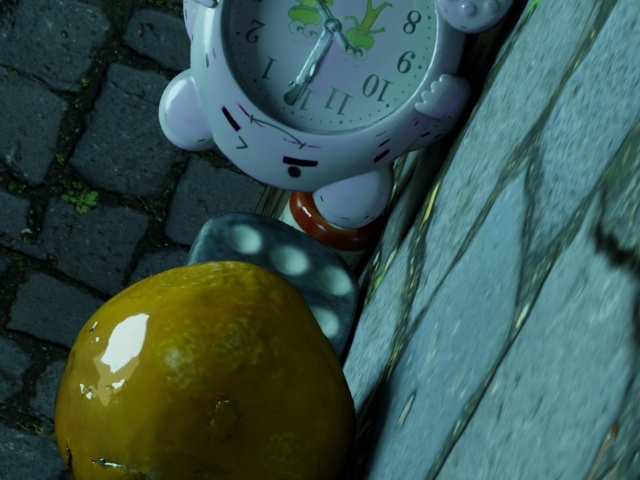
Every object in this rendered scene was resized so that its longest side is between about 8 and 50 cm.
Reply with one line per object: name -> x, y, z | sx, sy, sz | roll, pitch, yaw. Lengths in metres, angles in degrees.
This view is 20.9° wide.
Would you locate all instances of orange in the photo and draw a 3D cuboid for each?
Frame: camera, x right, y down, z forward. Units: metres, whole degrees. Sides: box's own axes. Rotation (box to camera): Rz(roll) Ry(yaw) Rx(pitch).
orange -> -0.092, 0.141, 1.402 | 0.246, 0.246, 0.246 | -155, 90, -85

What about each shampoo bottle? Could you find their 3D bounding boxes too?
shampoo bottle -> 0.000, 0.000, 1.896 | 0.104, 0.104, 0.278 | -73, 9, -54

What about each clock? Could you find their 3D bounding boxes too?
clock -> 0.010, -0.196, 1.657 | 0.322, 0.295, 0.113 | -64, -3, 10

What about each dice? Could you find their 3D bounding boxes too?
dice -> -0.074, 0.096, 1.772 | 0.181, 0.182, 0.183 | -73, 9, -49

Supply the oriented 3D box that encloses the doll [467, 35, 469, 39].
doll -> 0.073, -0.200, 1.834 | 0.269, 0.162, 0.167 | -53, -24, -65
